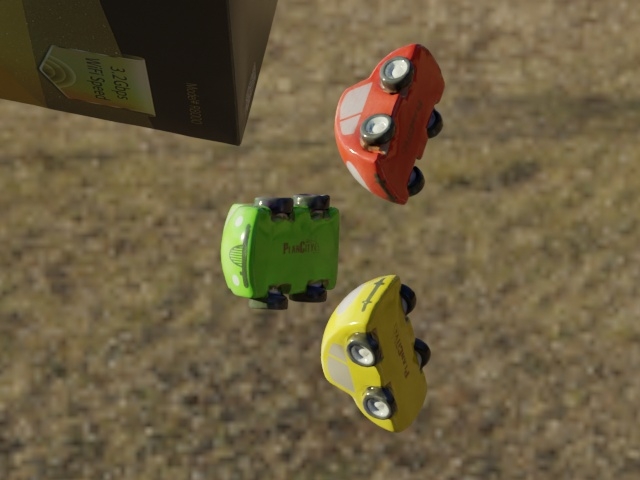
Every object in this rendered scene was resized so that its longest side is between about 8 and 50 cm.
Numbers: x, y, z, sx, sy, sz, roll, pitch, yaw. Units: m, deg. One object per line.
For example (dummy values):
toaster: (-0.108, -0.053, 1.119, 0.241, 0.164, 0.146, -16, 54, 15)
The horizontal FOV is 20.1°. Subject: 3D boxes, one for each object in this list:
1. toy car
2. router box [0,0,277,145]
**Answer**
toy car: (0.000, 0.000, 1.052, 0.053, 0.239, 0.225, 4, 4, 29)
router box: (-0.139, -0.149, 0.592, 0.242, 0.081, 0.309, 11, -21, 5)
